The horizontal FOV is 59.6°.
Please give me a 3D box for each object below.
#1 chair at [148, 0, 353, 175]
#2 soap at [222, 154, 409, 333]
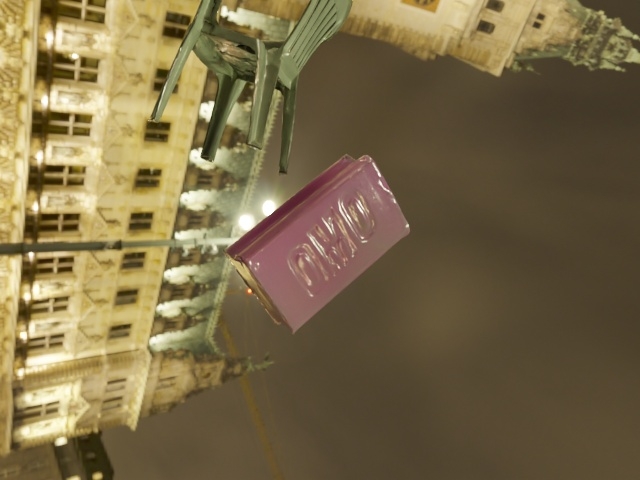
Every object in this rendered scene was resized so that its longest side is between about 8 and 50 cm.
[{"bbox_3d":[-0.081,-0.246,0.784,0.190,0.203,0.275,14,-93,14],"label":"chair"},{"bbox_3d":[0.000,0.000,0.671,0.122,0.203,0.065,57,-18,-23],"label":"soap"}]
